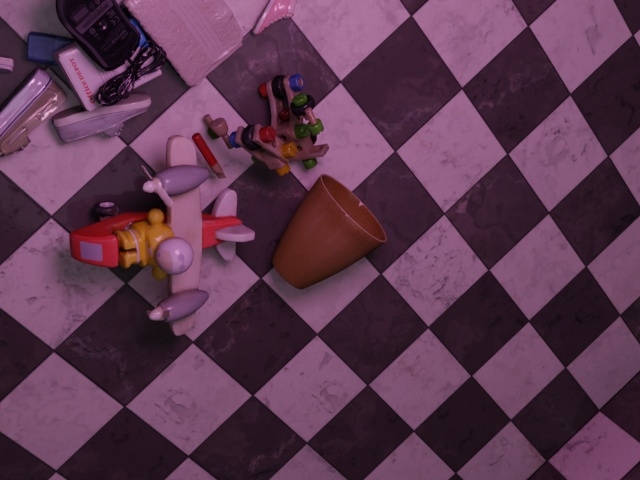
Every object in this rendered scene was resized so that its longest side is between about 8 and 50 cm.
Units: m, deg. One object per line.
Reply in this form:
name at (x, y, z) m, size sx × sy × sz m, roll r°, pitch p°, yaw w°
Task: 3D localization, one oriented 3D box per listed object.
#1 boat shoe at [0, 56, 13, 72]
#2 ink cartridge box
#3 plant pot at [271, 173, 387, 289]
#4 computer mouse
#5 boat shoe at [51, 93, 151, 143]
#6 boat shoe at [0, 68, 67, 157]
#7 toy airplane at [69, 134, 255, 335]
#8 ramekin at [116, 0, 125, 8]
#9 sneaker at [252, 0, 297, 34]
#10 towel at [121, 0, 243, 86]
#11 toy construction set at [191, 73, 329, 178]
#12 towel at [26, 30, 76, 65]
boat shoe at (-0.722, -0.393, 1.677) m, size 0.100 × 0.035 × 0.035 m, roll 7°, pitch 79°, yaw -18°
ink cartridge box at (-0.475, -0.395, 1.714) m, size 0.190 × 0.082 × 0.140 m, roll -32°, pitch 121°, yaw -16°
plant pot at (0.000, 0.000, 1.982) m, size 0.237 × 0.237 × 0.254 m, roll 38°, pitch 106°, yaw -27°
computer mouse at (-0.465, -0.436, 1.621) m, size 0.188 × 0.072 × 0.272 m, roll -44°, pitch 135°, yaw -14°
boat shoe at (-0.498, -0.279, 1.777) m, size 0.227 × 0.079 × 0.081 m, roll -16°, pitch 122°, yaw -9°
boat shoe at (-0.686, -0.241, 1.701) m, size 0.302 × 0.109 × 0.094 m, roll -49°, pitch 119°, yaw -2°
toy airplane at (-0.336, 0.004, 1.817) m, size 0.384 × 0.272 × 0.386 m, roll -44°, pitch 119°, yaw 1°
ramekin at (-0.476, -0.593, 1.651) m, size 0.207 × 0.109 × 0.207 m, roll -6°, pitch 110°, yaw -17°
sneaker at (-0.104, -0.538, 1.836) m, size 0.070 × 0.051 × 0.134 m, roll 31°, pitch 91°, yaw -21°
towel at (-0.298, -0.492, 1.729) m, size 0.187 × 0.049 × 0.282 m, roll -43°, pitch 141°, yaw -3°
toy construction set at (-0.121, -0.227, 1.866) m, size 0.308 × 0.258 × 0.237 m, roll -20°, pitch 128°, yaw 10°
towel at (-0.591, -0.423, 1.712) m, size 0.119 × 0.029 × 0.067 m, roll 5°, pitch 105°, yaw -23°
